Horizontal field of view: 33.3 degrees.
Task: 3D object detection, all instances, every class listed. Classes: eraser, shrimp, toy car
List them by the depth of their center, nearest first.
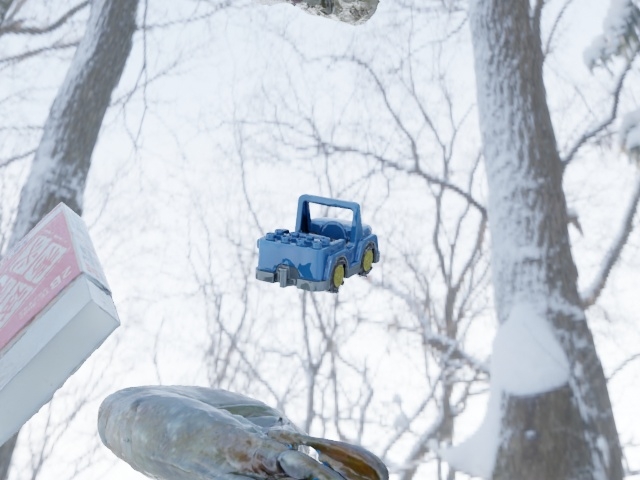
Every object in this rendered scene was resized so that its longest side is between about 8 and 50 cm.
[{"bbox_3d":[-0.249,0.068,0.901,0.157,0.230,0.038,-45,-62,2],"label":"eraser"},{"bbox_3d":[-0.084,0.223,1.141,0.221,0.445,0.110,4,-86,-34],"label":"shrimp"},{"bbox_3d":[0.000,0.000,1.311,0.097,0.191,0.100,11,-74,25],"label":"toy car"}]

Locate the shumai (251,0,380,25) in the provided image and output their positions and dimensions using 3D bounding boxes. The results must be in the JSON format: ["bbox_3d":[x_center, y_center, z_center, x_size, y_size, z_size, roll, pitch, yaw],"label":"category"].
[{"bbox_3d":[-0.034,-0.196,0.713,0.105,0.139,0.123,-20,-19,-13],"label":"shumai"}]
